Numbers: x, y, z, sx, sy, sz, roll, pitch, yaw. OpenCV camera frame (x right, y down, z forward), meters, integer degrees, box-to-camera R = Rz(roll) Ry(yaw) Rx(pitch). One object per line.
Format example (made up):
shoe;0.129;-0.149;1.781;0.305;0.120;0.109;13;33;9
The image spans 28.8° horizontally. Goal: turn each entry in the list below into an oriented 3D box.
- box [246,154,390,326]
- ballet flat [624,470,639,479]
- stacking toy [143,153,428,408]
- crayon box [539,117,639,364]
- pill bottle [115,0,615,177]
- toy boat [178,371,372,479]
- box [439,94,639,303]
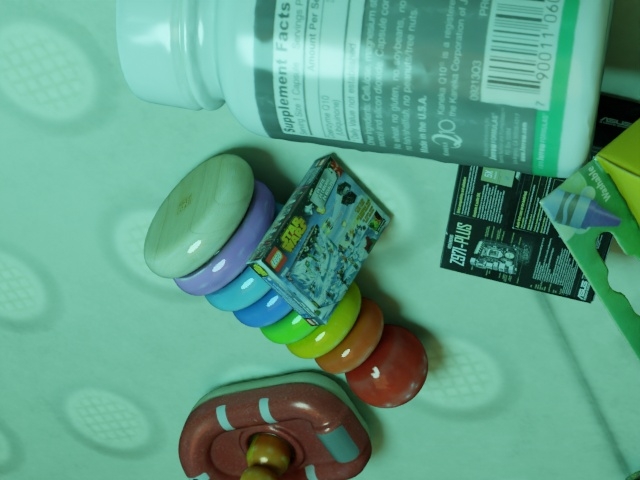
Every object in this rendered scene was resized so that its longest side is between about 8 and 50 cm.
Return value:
box;0.000;0.000;1.188;0.094;0.137;0.027;46;149;-22
ballet flat;0.468;0.260;1.279;0.348;0.123;0.123;-17;123;34
stacking toy;-0.016;0.059;1.271;0.330;0.141;0.141;39;133;-26
crayon box;0.346;-0.046;0.920;0.323;0.083;0.203;-39;118;-4
pill bottle;0.040;-0.170;0.968;0.360;0.204;0.204;9;134;12
toy boat;-0.063;0.253;1.436;0.231;0.151;0.151;-15;124;30
box;0.194;-0.046;1.115;0.147;0.078;0.180;13;134;9
